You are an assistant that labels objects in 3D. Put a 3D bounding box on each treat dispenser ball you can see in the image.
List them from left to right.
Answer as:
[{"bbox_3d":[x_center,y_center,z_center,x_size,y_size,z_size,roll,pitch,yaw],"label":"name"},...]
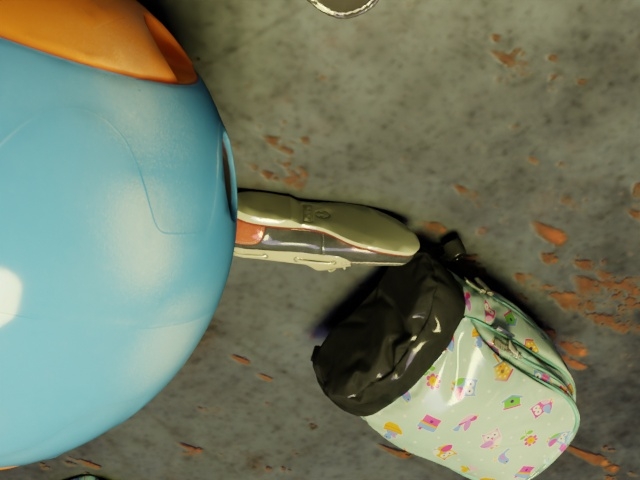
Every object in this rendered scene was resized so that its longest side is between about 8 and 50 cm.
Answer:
[{"bbox_3d":[-0.190,-0.018,0.666,0.288,0.288,0.288,-1,131,-2],"label":"treat dispenser ball"}]

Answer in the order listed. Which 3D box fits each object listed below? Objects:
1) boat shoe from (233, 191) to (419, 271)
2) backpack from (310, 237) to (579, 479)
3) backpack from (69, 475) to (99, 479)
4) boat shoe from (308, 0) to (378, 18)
[{"bbox_3d":[0.000,0.000,0.849,0.137,0.049,0.043,10,122,-6],"label":"boat shoe"},{"bbox_3d":[0.104,0.103,0.901,0.182,0.115,0.152,30,121,-28],"label":"backpack"},{"bbox_3d":[-0.217,0.311,1.025,0.158,0.173,0.117,-23,128,17],"label":"backpack"},{"bbox_3d":[-0.025,-0.203,0.655,0.080,0.073,0.223,-20,129,14],"label":"boat shoe"}]
